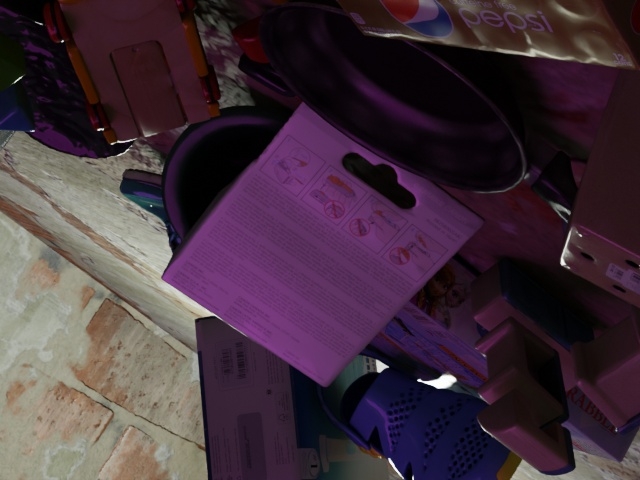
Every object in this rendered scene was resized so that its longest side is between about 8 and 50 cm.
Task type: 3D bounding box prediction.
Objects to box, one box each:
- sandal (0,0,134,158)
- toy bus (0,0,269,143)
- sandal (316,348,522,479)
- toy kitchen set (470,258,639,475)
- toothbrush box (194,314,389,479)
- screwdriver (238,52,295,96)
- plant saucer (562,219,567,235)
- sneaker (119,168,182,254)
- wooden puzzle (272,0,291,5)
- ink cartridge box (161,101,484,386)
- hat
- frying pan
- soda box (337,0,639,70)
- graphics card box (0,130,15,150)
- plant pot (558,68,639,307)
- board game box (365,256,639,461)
[{"bbox_3d":[-0.268,-0.202,0.861,0.167,0.107,0.446,-1,141,28],"label":"sandal"},{"bbox_3d":[-0.138,-0.163,0.832,0.191,0.104,0.202,14,137,-40],"label":"toy bus"},{"bbox_3d":[0.094,0.199,1.283,0.138,0.126,0.317,44,162,-28],"label":"sandal"},{"bbox_3d":[0.223,0.084,0.930,0.122,0.166,0.207,38,-150,-21],"label":"toy kitchen set"},{"bbox_3d":[-0.027,0.206,1.454,0.126,0.216,0.295,-11,167,22],"label":"toothbrush box"},{"bbox_3d":[0.014,-0.103,0.903,0.170,0.024,0.025,27,-163,-4],"label":"screwdriver"},{"bbox_3d":[0.222,0.017,0.834,0.119,0.021,0.119,31,166,9],"label":"plant saucer"},{"bbox_3d":[-0.143,0.008,1.449,0.275,0.110,0.107,41,165,-27],"label":"sneaker"},{"bbox_3d":[-0.050,-0.192,0.737,0.078,0.014,0.116,26,166,10],"label":"wooden puzzle"},{"bbox_3d":[0.000,0.000,1.018,0.189,0.232,0.066,35,-155,-11],"label":"ink cartridge box"},{"bbox_3d":[-0.048,-0.075,1.118,0.173,0.183,0.208,24,124,-4],"label":"hat"},{"bbox_3d":[0.103,-0.073,0.725,0.326,0.053,0.197,24,164,26],"label":"frying pan"},{"bbox_3d":[0.080,-0.131,0.554,0.181,0.058,0.061,17,160,47],"label":"soda box"},{"bbox_3d":[-0.455,-0.211,1.332,0.232,0.094,0.371,35,176,-8],"label":"graphics card box"},{"bbox_3d":[0.185,-0.019,0.626,0.109,0.096,0.109,30,167,14],"label":"plant pot"},{"bbox_3d":[0.134,0.107,1.257,0.318,0.066,0.318,38,166,-21],"label":"board game box"}]
